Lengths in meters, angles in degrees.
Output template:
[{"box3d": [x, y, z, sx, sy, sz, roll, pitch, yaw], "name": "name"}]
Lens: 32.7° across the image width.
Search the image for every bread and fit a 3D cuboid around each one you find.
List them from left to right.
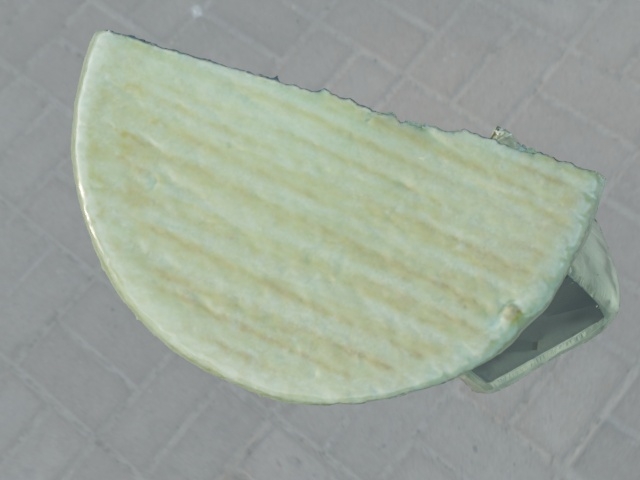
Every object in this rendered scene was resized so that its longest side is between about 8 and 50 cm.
[{"box3d": [-0.005, 0.003, 0.398, 0.193, 0.036, 0.112, 16, 87, 3], "name": "bread"}]

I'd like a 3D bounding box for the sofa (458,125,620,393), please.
[{"box3d": [0.189, 0.031, 1.220, 0.225, 0.210, 0.176, -36, 37, 25], "name": "sofa"}]
